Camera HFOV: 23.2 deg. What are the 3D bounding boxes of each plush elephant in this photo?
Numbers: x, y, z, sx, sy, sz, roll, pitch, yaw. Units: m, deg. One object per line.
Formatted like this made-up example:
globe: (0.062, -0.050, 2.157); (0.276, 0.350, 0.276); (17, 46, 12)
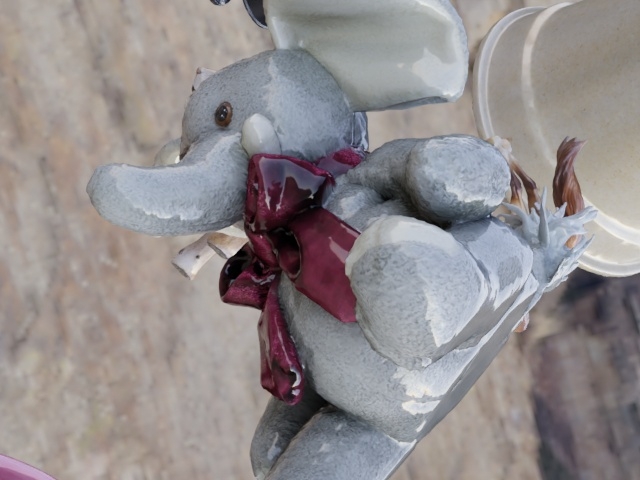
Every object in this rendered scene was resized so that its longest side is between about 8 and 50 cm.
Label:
plush elephant: (-0.008, -0.010, 0.906); (0.255, 0.272, 0.330); (38, 40, 13)

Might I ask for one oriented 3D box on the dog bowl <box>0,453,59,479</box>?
dog bowl: (-0.305, 0.302, 1.133); (0.408, 0.408, 0.150); (-85, -170, -60)

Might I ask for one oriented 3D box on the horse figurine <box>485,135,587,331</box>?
horse figurine: (0.188, -0.006, 1.506); (0.174, 0.066, 0.263); (62, -27, 6)

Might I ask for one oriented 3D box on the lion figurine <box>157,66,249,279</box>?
lion figurine: (-0.050, -0.065, 1.582); (0.142, 0.240, 0.392); (51, -14, -30)

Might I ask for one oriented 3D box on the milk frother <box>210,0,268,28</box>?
milk frother: (-0.023, -0.259, 1.501); (0.143, 0.135, 0.129); (-57, 132, -46)

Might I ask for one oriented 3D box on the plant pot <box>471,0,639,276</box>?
plant pot: (0.387, -0.167, 1.681); (0.334, 0.305, 0.333); (18, 59, -33)
